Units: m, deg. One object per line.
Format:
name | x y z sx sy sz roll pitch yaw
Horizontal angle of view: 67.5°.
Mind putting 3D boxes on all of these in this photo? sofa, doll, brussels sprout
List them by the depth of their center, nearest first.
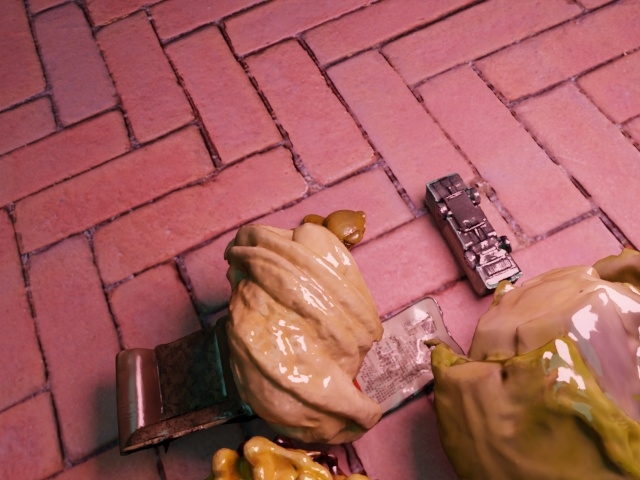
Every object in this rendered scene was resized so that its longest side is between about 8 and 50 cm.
brussels sprout | 0.396 0.240 0.702 0.425 0.342 0.361 -28 95 24
sofa | -0.230 0.245 0.838 0.258 0.182 0.200 -19 63 9
doll | 0.000 0.000 1.011 0.209 0.097 0.137 -16 31 16

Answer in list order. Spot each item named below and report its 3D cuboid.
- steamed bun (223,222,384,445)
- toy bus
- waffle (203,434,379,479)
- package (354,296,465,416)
steamed bun | -0.018 0.141 0.800 0.230 0.325 0.373 -20 63 3
toy bus | 0.299 -0.014 0.961 0.091 0.109 0.262 -20 63 -2
waffle | -0.044 0.484 0.690 0.379 0.095 0.382 24 102 3
package | 0.151 0.220 0.909 0.231 0.040 0.166 -30 62 1
